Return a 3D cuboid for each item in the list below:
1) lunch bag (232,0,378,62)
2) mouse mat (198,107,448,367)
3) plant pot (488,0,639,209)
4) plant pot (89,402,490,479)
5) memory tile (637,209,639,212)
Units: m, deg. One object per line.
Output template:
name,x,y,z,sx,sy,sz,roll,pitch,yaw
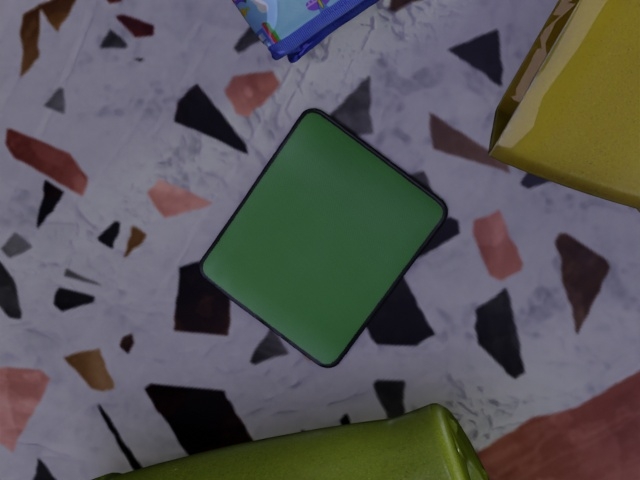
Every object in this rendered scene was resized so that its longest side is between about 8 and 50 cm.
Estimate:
lunch bag,0.028,-0.312,1.335,0.293,0.138,0.221,-35,92,7
mouse mat,0.000,0.000,1.466,0.152,0.007,0.190,37,111,4
plant pot,0.259,-0.125,1.262,0.187,0.212,0.212,29,105,-1
plant pot,-0.011,0.305,1.390,0.353,0.366,0.366,-25,96,7
memory tile,0.310,-0.043,1.369,0.113,0.012,0.148,-37,92,19
